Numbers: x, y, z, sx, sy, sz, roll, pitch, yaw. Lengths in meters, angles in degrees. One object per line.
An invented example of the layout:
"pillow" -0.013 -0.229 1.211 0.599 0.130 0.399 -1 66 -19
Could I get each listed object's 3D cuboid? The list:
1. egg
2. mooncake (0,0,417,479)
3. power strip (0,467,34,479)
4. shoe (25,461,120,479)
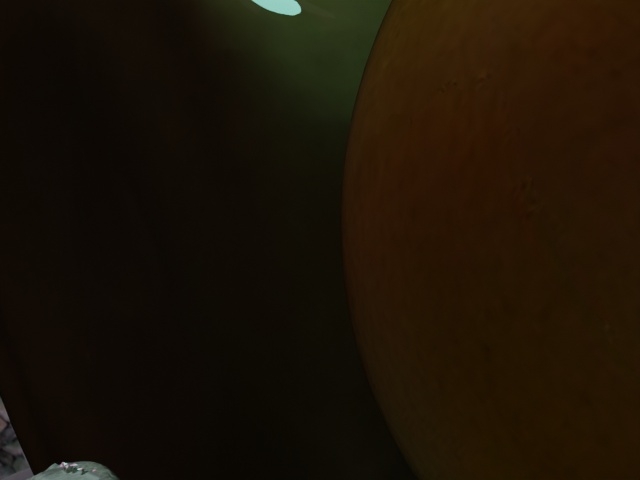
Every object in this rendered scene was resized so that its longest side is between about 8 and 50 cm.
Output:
"egg" 0.129 -0.006 0.544 0.250 0.250 0.322 -15 -15 -12
"mooncake" 0.000 0.000 0.966 0.262 0.467 0.467 -16 -9 -24
"power strip" -0.166 0.251 1.196 0.061 0.145 0.216 -20 27 22
"shoe" -0.185 0.194 0.741 0.210 0.132 0.342 -15 -12 -36
